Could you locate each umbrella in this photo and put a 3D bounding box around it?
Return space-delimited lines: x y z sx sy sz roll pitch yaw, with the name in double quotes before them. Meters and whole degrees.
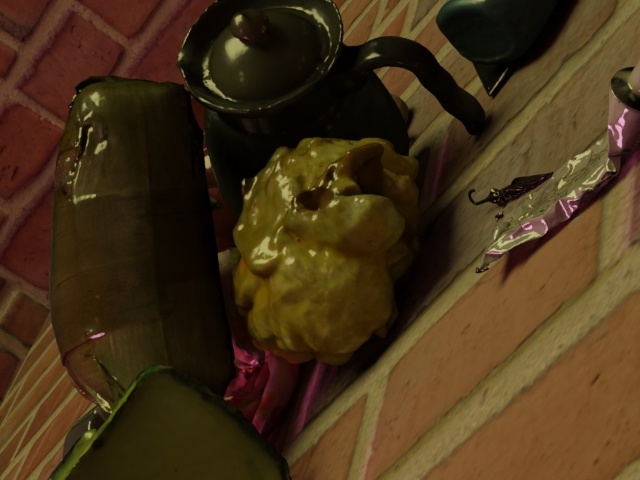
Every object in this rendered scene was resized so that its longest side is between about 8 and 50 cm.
"umbrella" 0.174 -0.046 1.423 0.013 0.022 0.122 -33 10 -31

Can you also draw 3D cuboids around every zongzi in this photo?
"zongzi" -0.217 0.015 1.707 0.393 0.174 0.356 158 107 -73

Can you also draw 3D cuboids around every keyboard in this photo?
"keyboard" 0.198 -0.211 1.774 0.063 0.010 0.198 -54 12 16

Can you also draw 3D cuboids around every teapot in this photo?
"teapot" -0.011 -0.136 1.672 0.223 0.305 0.285 -50 -34 -16

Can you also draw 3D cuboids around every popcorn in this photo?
"popcorn" 0.000 0.000 1.552 0.233 0.192 0.266 -68 6 -34

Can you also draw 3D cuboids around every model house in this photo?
"model house" -0.153 0.250 1.486 0.170 0.194 0.211 -58 8 -31

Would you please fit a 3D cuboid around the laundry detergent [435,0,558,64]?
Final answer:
"laundry detergent" 0.247 -0.324 1.696 0.290 0.094 0.143 -53 13 -16

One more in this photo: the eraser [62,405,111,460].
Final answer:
"eraser" -0.209 0.185 2.014 0.352 0.061 0.089 -40 4 -40

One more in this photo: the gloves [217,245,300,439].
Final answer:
"gloves" -0.076 0.121 1.729 0.145 0.126 0.241 -54 44 38

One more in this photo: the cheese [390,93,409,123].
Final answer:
"cheese" 0.073 -0.134 1.967 0.092 0.047 0.171 -52 13 19

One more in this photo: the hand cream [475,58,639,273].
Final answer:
"hand cream" 0.208 -0.064 1.266 0.257 0.050 0.084 -53 9 43

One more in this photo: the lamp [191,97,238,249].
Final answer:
"lamp" -0.132 -0.033 1.972 0.303 0.257 0.303 -7 80 45
